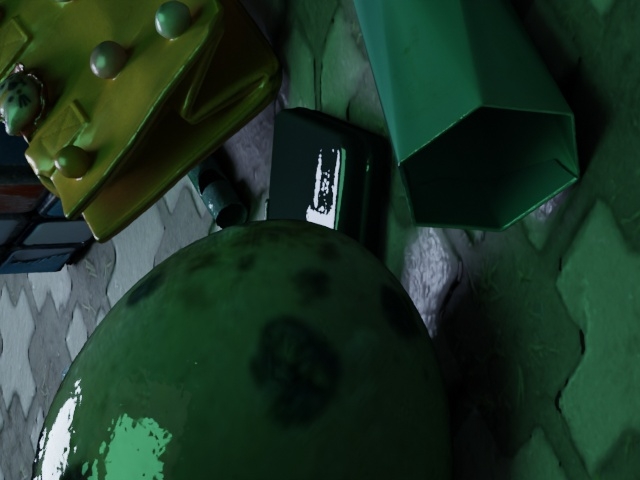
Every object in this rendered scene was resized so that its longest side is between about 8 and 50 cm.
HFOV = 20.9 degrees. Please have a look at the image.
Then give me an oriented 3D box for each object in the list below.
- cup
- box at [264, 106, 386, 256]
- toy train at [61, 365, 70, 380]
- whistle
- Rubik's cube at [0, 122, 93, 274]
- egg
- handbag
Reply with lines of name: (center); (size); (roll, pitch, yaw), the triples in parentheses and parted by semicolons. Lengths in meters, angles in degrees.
cup: (0.098, -0.134, 1.330); (0.148, 0.134, 0.236); (-35, 47, 20)
box: (0.000, 0.000, 1.614); (0.160, 0.050, 0.230); (29, 118, 59)
toy train: (-0.257, 0.223, 2.105); (0.127, 0.089, 0.219); (38, 125, 44)
whistle: (-0.127, -0.078, 1.874); (0.186, 0.039, 0.039); (57, 140, 46)
Rubik's cube: (-0.451, -0.162, 2.155); (0.363, 0.358, 0.362); (140, 125, -58)
egg: (-0.060, 0.190, 1.426); (0.345, 0.345, 0.428); (47, 125, 52)
handbag: (-0.233, -0.204, 1.825); (0.283, 0.133, 0.401); (-48, 46, 11)
